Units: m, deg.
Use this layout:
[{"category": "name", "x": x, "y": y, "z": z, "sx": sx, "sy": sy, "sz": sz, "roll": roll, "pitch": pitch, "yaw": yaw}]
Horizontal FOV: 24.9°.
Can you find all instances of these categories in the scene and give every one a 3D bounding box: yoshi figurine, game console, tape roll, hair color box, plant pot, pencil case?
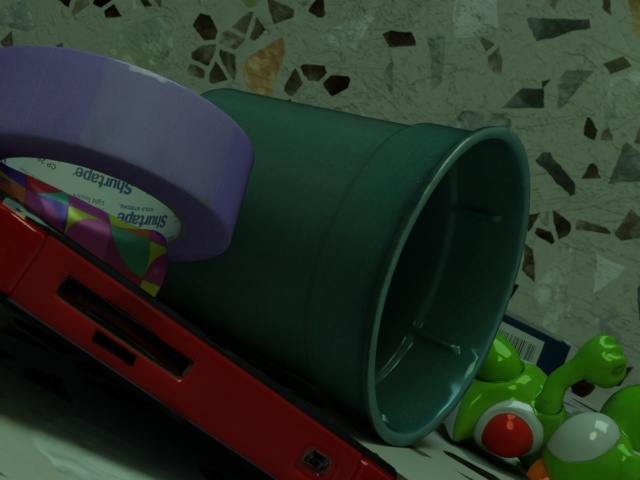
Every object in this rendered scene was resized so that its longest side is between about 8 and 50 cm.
[{"category": "yoshi figurine", "x": 0.287, "y": 0.199, "z": 1.729, "sx": 0.362, "sy": 0.203, "sz": 0.203, "roll": 32, "pitch": -1, "yaw": 31}, {"category": "game console", "x": -0.136, "y": 0.064, "z": 1.054, "sx": 0.386, "sy": 0.060, "sz": 0.342, "roll": 38, "pitch": -7, "yaw": -22}, {"category": "tape roll", "x": -0.203, "y": -0.074, "z": 1.342, "sx": 0.275, "sy": 0.090, "sz": 0.275, "roll": 14, "pitch": -19, "yaw": 5}, {"category": "hair color box", "x": 0.181, "y": 0.138, "z": 2.053, "sx": 0.174, "sy": 0.105, "sz": 0.347, "roll": 27, "pitch": -8, "yaw": -22}, {"category": "plant pot", "x": 0.000, "y": 0.000, "z": 1.546, "sx": 0.334, "sy": 0.341, "sz": 0.341, "roll": 20, "pitch": -1, "yaw": 28}, {"category": "pencil case", "x": -0.250, "y": -0.003, "z": 1.290, "sx": 0.236, "sy": 0.104, "sz": 0.104, "roll": 26, "pitch": 3, "yaw": -27}]
